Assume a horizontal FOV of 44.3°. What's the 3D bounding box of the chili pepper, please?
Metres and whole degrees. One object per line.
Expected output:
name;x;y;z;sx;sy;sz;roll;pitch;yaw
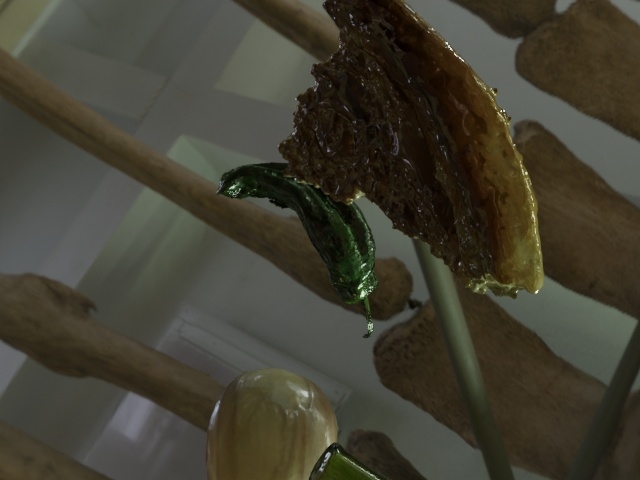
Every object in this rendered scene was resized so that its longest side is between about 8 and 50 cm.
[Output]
chili pepper;0.000;0.000;0.957;0.122;0.279;0.065;-37;-175;35

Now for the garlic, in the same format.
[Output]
garlic;-0.056;0.212;0.750;0.128;0.115;0.207;-16;-126;38

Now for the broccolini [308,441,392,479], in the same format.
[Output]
broccolini;0.150;0.245;0.585;0.074;0.392;0.079;-35;-155;51

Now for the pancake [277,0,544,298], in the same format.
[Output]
pancake;0.041;-0.066;0.605;0.244;0.057;0.266;-14;-84;50
